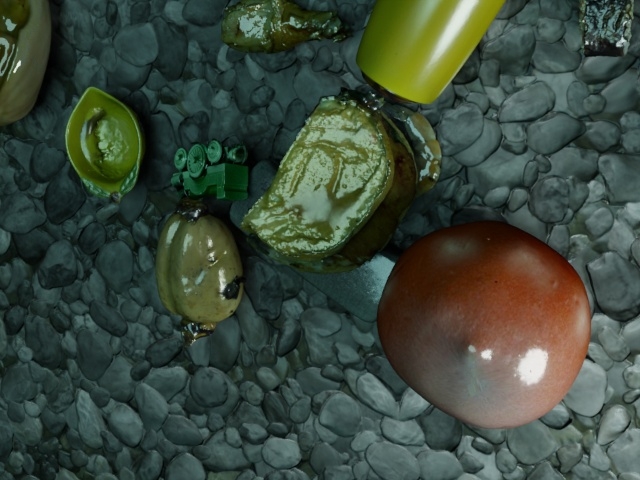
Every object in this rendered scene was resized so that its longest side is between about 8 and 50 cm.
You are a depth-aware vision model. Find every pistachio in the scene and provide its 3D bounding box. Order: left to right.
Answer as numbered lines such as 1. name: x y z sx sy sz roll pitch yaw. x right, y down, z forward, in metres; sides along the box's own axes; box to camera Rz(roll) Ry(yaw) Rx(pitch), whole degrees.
1. pistachio: -0.573 -0.340 1.882 0.166 0.197 0.288 14 96 -25

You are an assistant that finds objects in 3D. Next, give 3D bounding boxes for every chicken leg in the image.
1. chicken leg: -0.058 -0.355 1.699 0.227 0.088 0.103 0 87 26

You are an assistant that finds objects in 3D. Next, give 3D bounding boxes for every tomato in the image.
1. tomato: 0.238 0.129 1.545 0.321 0.321 0.322 4 102 21

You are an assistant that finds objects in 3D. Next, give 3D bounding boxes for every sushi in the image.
1. sushi: 0.410 -0.339 1.509 0.078 0.090 0.150 5 100 18

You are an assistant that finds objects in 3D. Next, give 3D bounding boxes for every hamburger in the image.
1. hamburger: 0.033 -0.077 1.626 0.211 0.132 0.309 36 100 9

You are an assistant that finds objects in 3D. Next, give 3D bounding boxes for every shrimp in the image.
1. shrimp: 0.093 -0.152 1.700 0.217 0.051 0.150 16 103 11

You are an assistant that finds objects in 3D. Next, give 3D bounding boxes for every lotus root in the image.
1. lotus root: -0.203 0.049 1.798 0.154 0.140 0.257 17 122 27

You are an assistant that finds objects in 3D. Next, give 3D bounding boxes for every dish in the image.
1. dish: -0.366 -0.170 1.863 0.148 0.080 0.208 -9 95 20

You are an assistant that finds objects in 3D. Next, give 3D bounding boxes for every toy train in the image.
1. toy train: -0.187 -0.112 1.777 0.178 0.071 0.105 -6 83 51

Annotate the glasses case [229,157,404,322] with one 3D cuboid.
1. glasses case: 0.000 0.000 1.749 0.323 0.074 0.131 37 109 12

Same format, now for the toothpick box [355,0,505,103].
1. toothpick box: 0.167 -0.340 1.564 0.175 0.175 0.271 35 114 13
